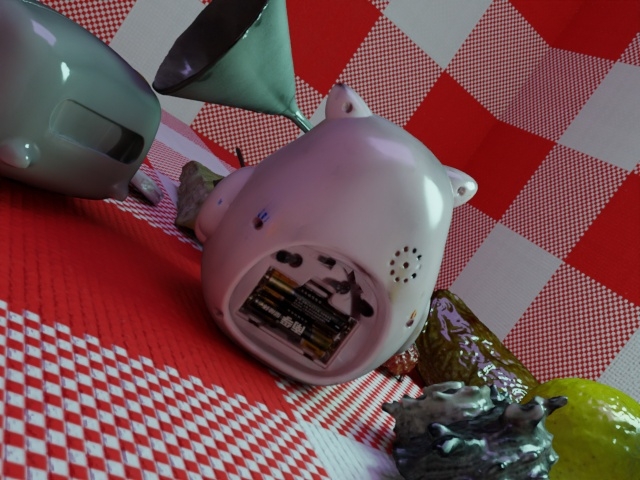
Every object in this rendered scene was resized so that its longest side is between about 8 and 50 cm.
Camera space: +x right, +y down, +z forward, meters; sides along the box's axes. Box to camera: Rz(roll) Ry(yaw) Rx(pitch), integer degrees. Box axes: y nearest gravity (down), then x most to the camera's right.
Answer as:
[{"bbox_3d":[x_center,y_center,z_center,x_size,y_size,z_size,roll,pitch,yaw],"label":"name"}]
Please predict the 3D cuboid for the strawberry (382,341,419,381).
[{"bbox_3d":[0.131,0.207,1.308,0.145,0.086,0.145,37,7,-6],"label":"strawberry"}]

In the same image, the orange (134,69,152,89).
[{"bbox_3d":[-0.450,-0.288,1.437,0.206,0.206,0.206,35,7,-5],"label":"orange"}]

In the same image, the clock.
[{"bbox_3d":[0.020,0.007,0.937,0.368,0.377,0.250,34,11,-13],"label":"clock"}]

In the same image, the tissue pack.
[{"bbox_3d":[-0.374,-0.187,0.908,0.236,0.230,0.333,36,4,19],"label":"tissue pack"}]

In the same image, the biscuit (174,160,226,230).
[{"bbox_3d":[-0.134,-0.018,1.479,0.446,0.104,0.429,34,7,-13],"label":"biscuit"}]

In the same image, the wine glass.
[{"bbox_3d":[-0.044,-0.208,1.098,0.406,0.267,0.267,45,0,-34],"label":"wine glass"}]

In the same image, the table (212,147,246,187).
[{"bbox_3d":[-0.115,-0.052,1.231,0.167,0.167,0.227,28,31,-46],"label":"table"}]

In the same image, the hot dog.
[{"bbox_3d":[0.335,0.285,1.440,0.388,0.174,0.267,50,15,29],"label":"hot dog"}]

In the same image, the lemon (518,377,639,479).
[{"bbox_3d":[0.445,0.362,1.090,0.310,0.254,0.253,35,7,-6],"label":"lemon"}]

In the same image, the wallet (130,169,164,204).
[{"bbox_3d":[-0.383,-0.139,1.308,0.190,0.033,0.095,37,-10,17],"label":"wallet"}]

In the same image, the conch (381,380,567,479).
[{"bbox_3d":[0.189,0.262,0.879,0.240,0.186,0.313,12,16,17],"label":"conch"}]
